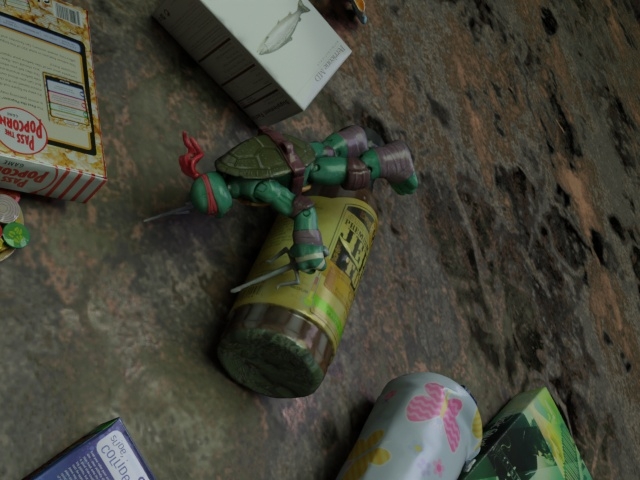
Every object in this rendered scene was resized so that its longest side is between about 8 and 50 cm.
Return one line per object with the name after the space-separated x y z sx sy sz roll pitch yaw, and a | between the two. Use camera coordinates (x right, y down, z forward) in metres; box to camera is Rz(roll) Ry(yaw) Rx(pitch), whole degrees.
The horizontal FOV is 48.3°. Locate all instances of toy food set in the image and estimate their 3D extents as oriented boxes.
-0.270 -0.020 0.557 0.083 0.020 0.083 -19 83 -50 | toy food set

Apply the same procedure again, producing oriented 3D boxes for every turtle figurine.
-0.038 -0.047 0.664 0.234 0.118 0.175 -20 47 -24 | turtle figurine

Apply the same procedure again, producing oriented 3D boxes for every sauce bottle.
0.000 0.000 0.763 0.111 0.111 0.344 43 45 -22 | sauce bottle

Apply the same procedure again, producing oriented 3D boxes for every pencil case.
0.073 0.255 0.700 0.124 0.114 0.273 55 41 -13 | pencil case

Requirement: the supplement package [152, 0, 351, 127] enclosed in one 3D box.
-0.075 -0.230 0.793 0.179 0.105 0.105 44 65 -21 | supplement package

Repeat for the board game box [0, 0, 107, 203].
-0.262 -0.135 0.593 0.147 0.045 0.193 12 54 -42 | board game box

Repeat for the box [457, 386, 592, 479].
0.247 0.353 0.873 0.322 0.058 0.232 -25 88 -50 | box

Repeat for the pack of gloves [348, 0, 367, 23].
0.030 -0.401 0.986 0.195 0.046 0.232 62 8 -9 | pack of gloves

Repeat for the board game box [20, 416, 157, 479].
-0.154 0.252 0.521 0.136 0.035 0.201 -32 94 -50 | board game box
